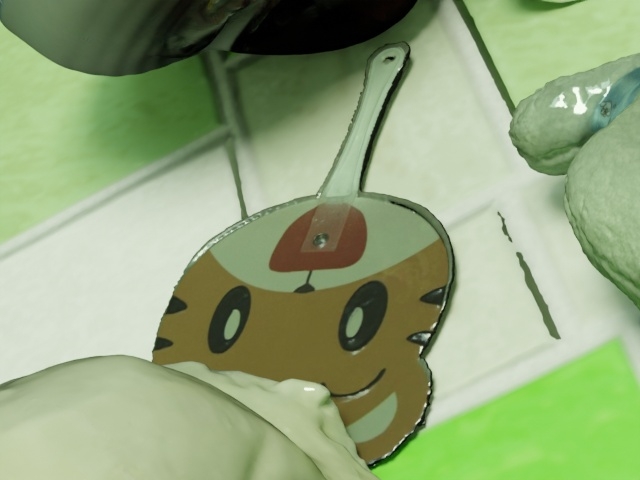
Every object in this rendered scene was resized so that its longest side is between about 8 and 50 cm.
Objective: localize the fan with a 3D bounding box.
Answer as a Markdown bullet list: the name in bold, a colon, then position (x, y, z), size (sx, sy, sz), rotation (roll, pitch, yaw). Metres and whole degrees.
- **fan**: position (0.000, 0.000, 0.646), size (0.153, 0.008, 0.226), rotation (-3, 52, 33)

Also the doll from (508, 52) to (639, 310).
- **doll**: position (0.148, -0.011, 0.510), size (0.103, 0.071, 0.214), rotation (-44, 46, -7)

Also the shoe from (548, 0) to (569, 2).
- **shoe**: position (0.188, -0.202, 0.644), size (0.265, 0.095, 0.110), rotation (-22, 43, 19)

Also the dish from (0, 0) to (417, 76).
- **dish**: position (-0.006, -0.154, 0.695), size (0.273, 0.134, 0.273), rotation (-46, 3, 3)

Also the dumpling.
- **dumpling**: position (-0.063, 0.128, 0.472), size (0.258, 0.147, 0.193), rotation (-26, 42, -36)
